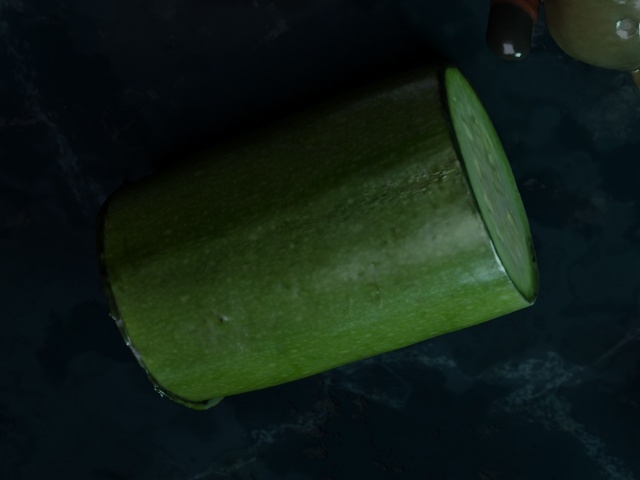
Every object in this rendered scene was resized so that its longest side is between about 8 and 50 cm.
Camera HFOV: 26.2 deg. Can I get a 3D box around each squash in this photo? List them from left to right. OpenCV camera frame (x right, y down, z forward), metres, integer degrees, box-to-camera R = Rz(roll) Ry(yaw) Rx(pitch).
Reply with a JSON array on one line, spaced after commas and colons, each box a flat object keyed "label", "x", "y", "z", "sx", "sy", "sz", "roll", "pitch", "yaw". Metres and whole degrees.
[{"label": "squash", "x": 0.000, "y": 0.000, "z": 1.388, "sx": 0.384, "sy": 0.263, "sz": 0.263, "roll": -20, "pitch": 119, "yaw": 19}]

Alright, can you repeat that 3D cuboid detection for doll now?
[{"label": "doll", "x": 0.218, "y": -0.266, "z": 1.236, "sx": 0.329, "sy": 0.174, "sz": 0.235, "roll": 17, "pitch": 92, "yaw": -3}]
